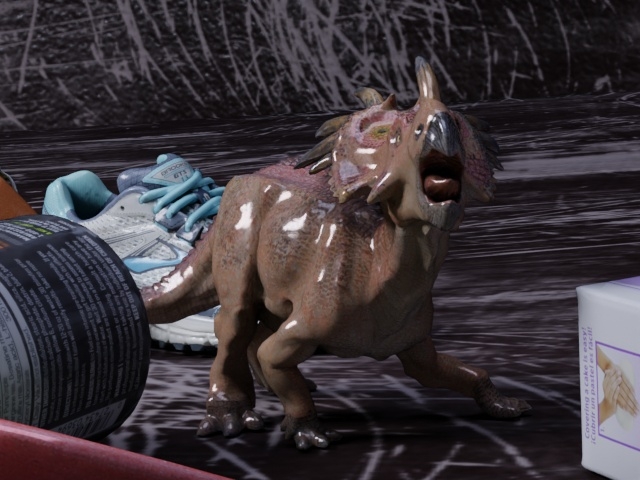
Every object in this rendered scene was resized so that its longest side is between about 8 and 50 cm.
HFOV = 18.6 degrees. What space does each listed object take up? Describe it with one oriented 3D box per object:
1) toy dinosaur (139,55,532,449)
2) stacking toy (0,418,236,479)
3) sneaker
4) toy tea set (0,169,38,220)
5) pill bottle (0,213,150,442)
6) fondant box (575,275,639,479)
[{"bbox_3d":[0.000,0.000,1.058,0.296,0.200,0.127,3,12,43],"label":"toy dinosaur"},{"bbox_3d":[-0.126,0.137,0.727,0.309,0.130,0.279,7,-12,40],"label":"stacking toy"},{"bbox_3d":[-0.092,0.005,1.319,0.283,0.122,0.110,2,12,36],"label":"sneaker"},{"bbox_3d":[-0.268,0.037,1.365,0.200,0.124,0.336,-35,16,-3],"label":"toy tea set"},{"bbox_3d":[-0.202,0.068,0.947,0.130,0.130,0.246,1,10,31],"label":"pill bottle"},{"bbox_3d":[0.293,0.067,0.828,0.238,0.096,0.330,-8,9,-23],"label":"fondant box"}]
